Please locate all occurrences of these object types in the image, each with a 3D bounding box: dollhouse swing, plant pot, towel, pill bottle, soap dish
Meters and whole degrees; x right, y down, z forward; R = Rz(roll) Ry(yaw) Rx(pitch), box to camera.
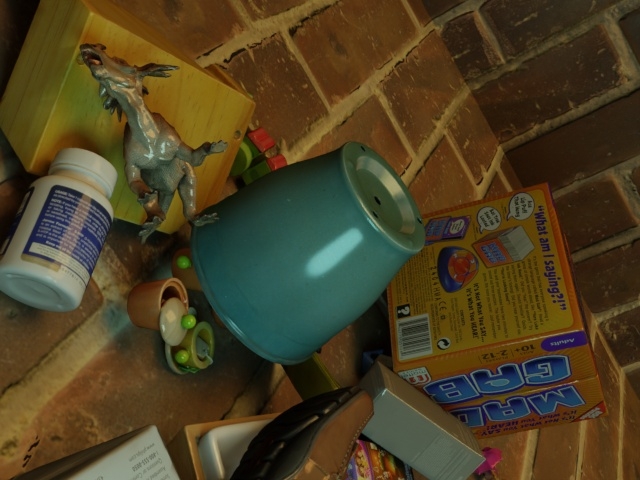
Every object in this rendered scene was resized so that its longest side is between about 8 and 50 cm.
[{"bbox_3d":[-0.336,-0.222,1.381,0.347,0.305,0.315,20,92,-54],"label":"dollhouse swing"},{"bbox_3d":[0.000,0.000,1.306,0.272,0.255,0.271,41,29,-29],"label":"plant pot"},{"bbox_3d":[-0.024,0.203,1.442,0.021,0.102,0.237,-7,31,-22],"label":"towel"},{"bbox_3d":[-0.320,-0.016,1.130,0.112,0.112,0.186,41,52,-38],"label":"pill bottle"},{"bbox_3d":[-0.088,0.363,1.265,0.291,0.118,0.229,10,59,-59],"label":"soap dish"}]

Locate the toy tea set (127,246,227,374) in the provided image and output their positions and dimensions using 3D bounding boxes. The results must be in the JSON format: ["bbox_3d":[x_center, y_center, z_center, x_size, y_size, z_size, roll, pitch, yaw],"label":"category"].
[{"bbox_3d":[-0.142,0.086,1.338,0.336,0.124,0.200,-46,130,-60],"label":"toy tea set"}]

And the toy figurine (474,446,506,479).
[{"bbox_3d":[0.388,0.533,1.998,0.173,0.130,0.159,59,8,-64],"label":"toy figurine"}]

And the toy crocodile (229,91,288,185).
[{"bbox_3d":[-0.094,-0.110,1.665,0.340,0.105,0.115,61,27,-8],"label":"toy crocodile"}]

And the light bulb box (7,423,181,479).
[{"bbox_3d":[-0.249,0.416,0.817,0.361,0.225,0.358,66,26,1],"label":"light bulb box"}]

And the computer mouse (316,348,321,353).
[{"bbox_3d":[-0.063,0.131,1.586,0.193,0.042,0.106,28,45,-50],"label":"computer mouse"}]

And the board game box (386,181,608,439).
[{"bbox_3d":[0.356,0.161,1.877,0.356,0.356,0.356,58,24,-47],"label":"board game box"}]

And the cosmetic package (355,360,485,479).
[{"bbox_3d":[0.169,0.338,1.657,0.238,0.107,0.127,39,10,-15],"label":"cosmetic package"}]

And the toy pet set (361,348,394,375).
[{"bbox_3d":[0.106,0.278,1.770,0.122,0.065,0.114,-40,138,-59],"label":"toy pet set"}]

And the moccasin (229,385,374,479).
[{"bbox_3d":[-0.022,0.313,1.142,0.147,0.139,0.380,60,28,-11],"label":"moccasin"}]

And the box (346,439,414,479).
[{"bbox_3d":[0.110,0.500,1.566,0.201,0.057,0.293,27,45,-50],"label":"box"}]

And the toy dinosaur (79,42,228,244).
[{"bbox_3d":[-0.224,-0.127,1.225,0.200,0.127,0.295,58,-22,27],"label":"toy dinosaur"}]
